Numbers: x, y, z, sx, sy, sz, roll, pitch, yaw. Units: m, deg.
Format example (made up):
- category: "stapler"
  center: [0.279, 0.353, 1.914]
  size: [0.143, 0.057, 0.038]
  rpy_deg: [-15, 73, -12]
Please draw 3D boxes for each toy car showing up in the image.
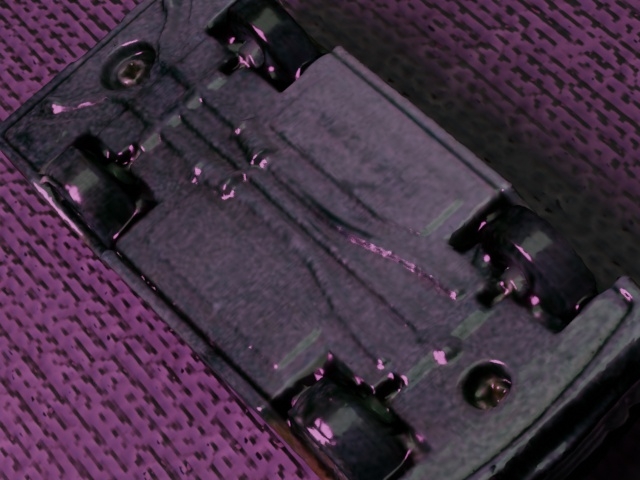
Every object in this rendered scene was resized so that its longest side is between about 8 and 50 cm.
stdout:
- category: "toy car"
  center: [0.000, 0.000, 0.784]
  size: [0.141, 0.097, 0.321]
  rpy_deg: [-42, 50, -8]
